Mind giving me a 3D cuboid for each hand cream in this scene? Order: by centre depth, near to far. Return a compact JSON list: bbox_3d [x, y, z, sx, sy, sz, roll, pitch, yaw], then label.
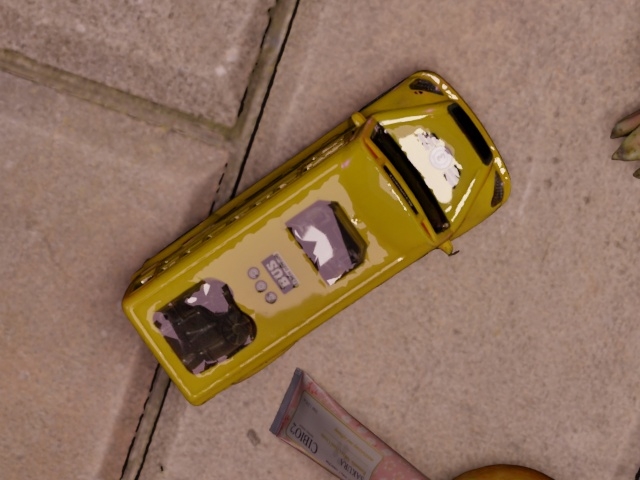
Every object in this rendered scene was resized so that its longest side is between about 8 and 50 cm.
[{"bbox_3d":[0.033,0.187,1.403,0.209,0.043,0.067,32,106,40],"label":"hand cream"}]

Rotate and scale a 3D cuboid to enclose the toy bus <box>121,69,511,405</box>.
[{"bbox_3d":[0.000,0.000,1.366,0.331,0.151,0.145,-35,94,9],"label":"toy bus"}]

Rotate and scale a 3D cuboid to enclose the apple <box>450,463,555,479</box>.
[{"bbox_3d":[0.156,0.298,1.399,0.195,0.196,0.196,1,100,4],"label":"apple"}]

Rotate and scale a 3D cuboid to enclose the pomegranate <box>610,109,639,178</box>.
[{"bbox_3d":[0.338,-0.126,1.323,0.225,0.187,0.187,-36,97,33],"label":"pomegranate"}]
